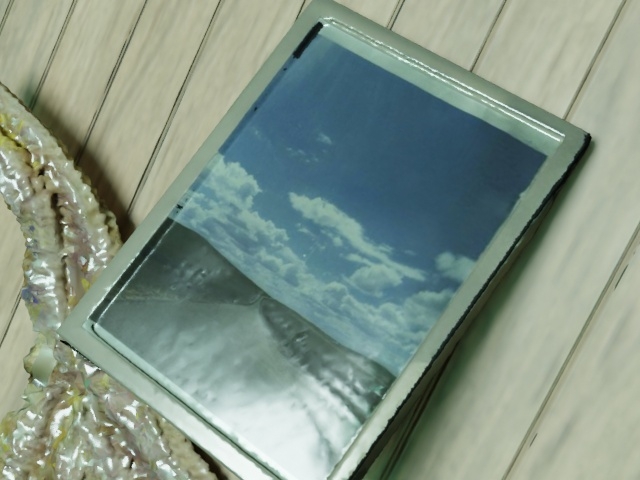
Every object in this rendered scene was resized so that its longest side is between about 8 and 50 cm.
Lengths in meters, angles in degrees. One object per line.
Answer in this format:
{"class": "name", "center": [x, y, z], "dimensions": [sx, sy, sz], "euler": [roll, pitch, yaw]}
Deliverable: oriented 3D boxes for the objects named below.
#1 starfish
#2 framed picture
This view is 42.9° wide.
{"class": "starfish", "center": [-0.129, 0.103, 0.503], "dimensions": [0.384, 0.132, 0.398], "euler": [13, 78, 17]}
{"class": "framed picture", "center": [0.000, 0.000, 0.451], "dimensions": [0.189, 0.023, 0.260], "euler": [33, 80, 20]}
